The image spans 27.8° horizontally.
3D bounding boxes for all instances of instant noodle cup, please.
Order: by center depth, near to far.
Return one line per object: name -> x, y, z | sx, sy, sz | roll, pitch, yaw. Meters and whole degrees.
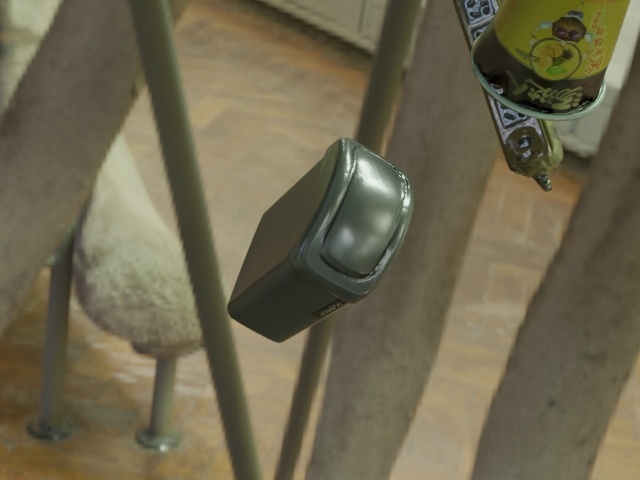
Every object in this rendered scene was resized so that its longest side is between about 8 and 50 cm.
instant noodle cup -> 0.346, -0.322, 1.842 | 0.216, 0.236, 0.215 | 8, 49, -9

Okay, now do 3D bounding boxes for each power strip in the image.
power strip -> 0.316, -0.262, 2.163 | 0.092, 0.387, 0.066 | -23, -10, 28

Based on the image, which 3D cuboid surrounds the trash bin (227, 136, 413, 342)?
trash bin -> 0.000, 0.000, 1.401 | 0.101, 0.236, 0.176 | 29, 56, -17
